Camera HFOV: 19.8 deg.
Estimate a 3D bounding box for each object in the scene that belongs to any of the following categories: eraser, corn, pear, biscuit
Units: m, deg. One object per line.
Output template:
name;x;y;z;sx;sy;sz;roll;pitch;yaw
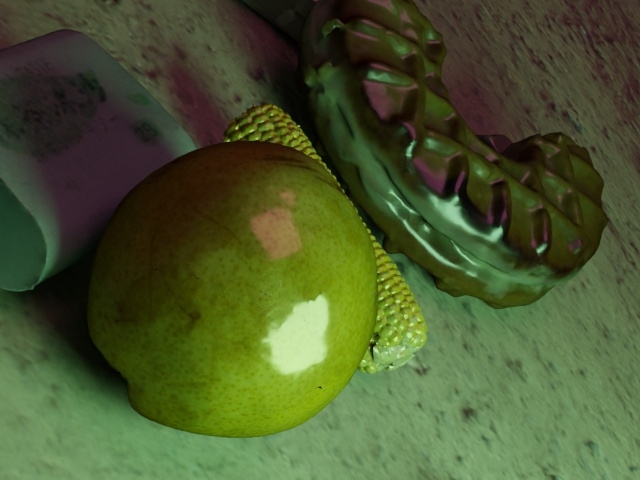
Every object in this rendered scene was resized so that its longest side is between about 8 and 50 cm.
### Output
eraser;-0.206;-0.065;1.343;0.174;0.081;0.227;47;31;4
corn;0.000;0.000;1.522;0.081;0.081;0.248;-6;57;-54
pear;-0.064;0.040;1.282;0.209;0.209;0.209;32;33;-23
biscuit;0.125;-0.077;1.720;0.366;0.115;0.268;33;37;-27

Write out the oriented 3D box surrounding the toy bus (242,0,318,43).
toy bus;-0.035;-0.269;1.803;0.268;0.092;0.106;35;40;-18
